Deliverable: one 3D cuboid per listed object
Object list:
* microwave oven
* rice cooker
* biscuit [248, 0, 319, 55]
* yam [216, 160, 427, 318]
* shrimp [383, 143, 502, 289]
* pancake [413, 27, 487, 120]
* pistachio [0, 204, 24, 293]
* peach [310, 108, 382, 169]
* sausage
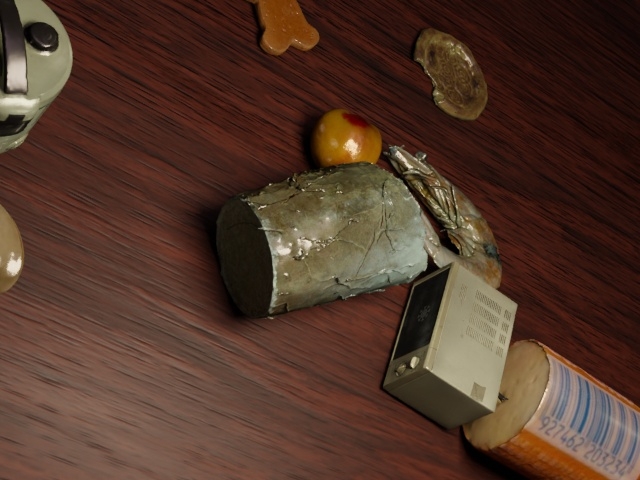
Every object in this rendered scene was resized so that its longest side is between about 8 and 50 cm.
[{"bbox_3d":[0.244,0.197,1.768,0.194,0.145,0.240,35,51,-19],"label":"microwave oven"},{"bbox_3d":[-0.485,-0.247,1.379,0.226,0.244,0.226,20,57,-33],"label":"rice cooker"},{"bbox_3d":[-0.096,-0.488,1.932,0.165,0.036,0.250,-15,81,-41],"label":"biscuit"},{"bbox_3d":[0.000,0.000,1.645,0.348,0.241,0.241,-15,77,-39],"label":"yam"},{"bbox_3d":[0.236,-0.042,1.900,0.360,0.085,0.247,54,33,0],"label":"shrimp"},{"bbox_3d":[0.297,-0.379,2.178,0.212,0.029,0.235,-34,92,-43],"label":"pancake"},{"bbox_3d":[-0.471,0.008,1.349,0.113,0.113,0.149,3,67,-36],"label":"pistachio"},{"bbox_3d":[0.045,-0.178,1.823,0.138,0.138,0.138,17,59,-30],"label":"peach"},{"bbox_3d":[0.441,0.344,1.787,0.287,0.233,0.233,30,53,-21],"label":"sausage"}]
